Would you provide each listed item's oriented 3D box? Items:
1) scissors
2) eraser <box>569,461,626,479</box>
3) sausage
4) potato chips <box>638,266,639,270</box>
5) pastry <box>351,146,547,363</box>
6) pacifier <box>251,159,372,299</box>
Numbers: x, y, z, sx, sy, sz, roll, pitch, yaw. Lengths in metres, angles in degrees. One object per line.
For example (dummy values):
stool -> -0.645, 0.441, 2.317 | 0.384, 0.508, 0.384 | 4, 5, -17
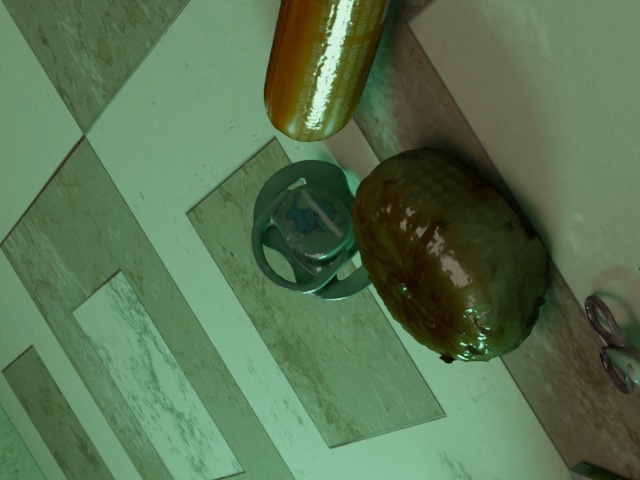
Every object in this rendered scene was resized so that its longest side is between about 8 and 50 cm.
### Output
scissors -> 0.246, 0.097, 1.207 | 0.176, 0.022, 0.085 | -134, 24, -72
eraser -> 0.257, 0.225, 1.389 | 0.083, 0.019, 0.038 | 15, 132, 56
sausage -> 0.006, -0.175, 1.318 | 0.093, 0.093, 0.312 | 50, 155, 18
potato chips -> 0.310, 0.113, 1.152 | 0.202, 0.029, 0.220 | 31, 143, 44
pastry -> 0.104, 0.018, 1.351 | 0.192, 0.093, 0.182 | 39, 152, 35
pacifier -> 0.000, 0.000, 1.526 | 0.150, 0.127, 0.116 | 42, 175, 19
